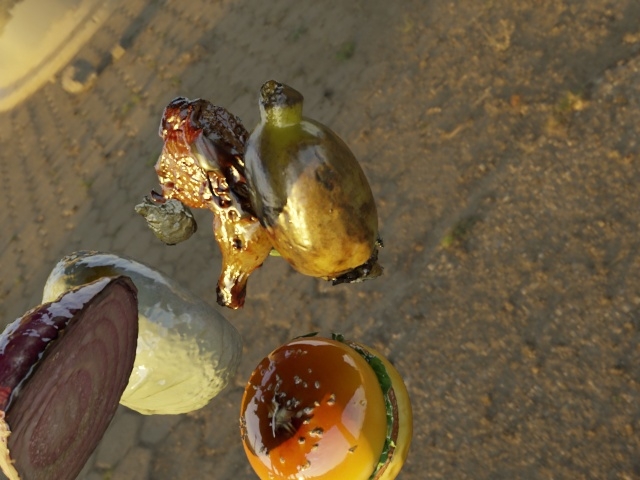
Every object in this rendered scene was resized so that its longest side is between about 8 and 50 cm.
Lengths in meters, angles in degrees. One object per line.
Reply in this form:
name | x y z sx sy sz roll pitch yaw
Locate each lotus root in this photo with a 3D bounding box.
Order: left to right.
lotus root | -0.018 -0.062 1.109 0.141 0.314 0.169 -35 30 -18

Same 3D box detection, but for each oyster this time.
oyster | -0.157 -0.033 0.916 0.038 0.080 0.083 -30 32 21

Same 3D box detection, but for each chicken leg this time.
chicken leg | -0.145 -0.050 1.232 0.177 0.322 0.083 -23 19 22

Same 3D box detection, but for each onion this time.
onion | -0.291 0.141 0.918 0.111 0.250 0.247 17 46 10

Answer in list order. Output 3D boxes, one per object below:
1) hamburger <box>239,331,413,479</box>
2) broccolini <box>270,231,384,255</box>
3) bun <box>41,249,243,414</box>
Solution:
hamburger | -0.008 0.240 1.145 0.246 0.170 0.246 -8 76 32
broccolini | -0.007 0.002 1.843 0.272 0.123 0.062 -10 53 29
bun | -0.298 0.159 1.400 0.362 0.362 0.211 0 54 53
